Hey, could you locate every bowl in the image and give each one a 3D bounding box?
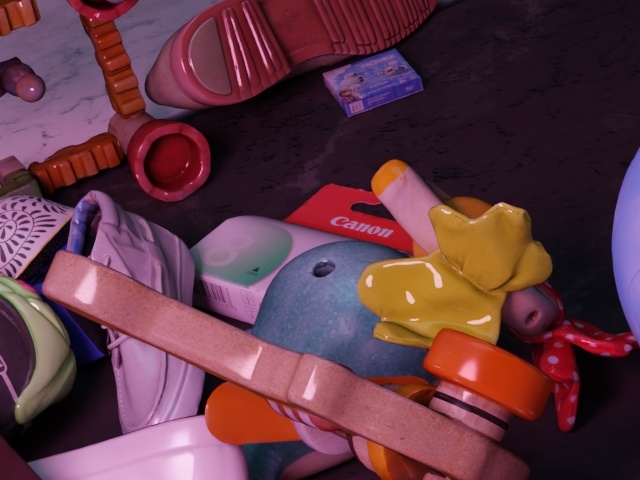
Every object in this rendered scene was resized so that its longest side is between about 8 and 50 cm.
[{"bbox_3d":[-0.309,0.012,1.548,0.170,0.080,0.170,-50,4,5],"label":"bowl"}]

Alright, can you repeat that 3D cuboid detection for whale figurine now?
[{"bbox_3d":[-0.011,0.104,1.305,0.216,0.141,0.272,20,50,42],"label":"whale figurine"}]

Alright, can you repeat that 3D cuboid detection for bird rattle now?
[{"bbox_3d":[0.138,0.021,1.268,0.143,0.253,0.207,-51,49,17],"label":"bird rattle"}]

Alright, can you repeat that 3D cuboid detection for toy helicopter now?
[{"bbox_3d":[-0.023,0.094,1.128,0.355,0.235,0.140,25,84,2],"label":"toy helicopter"}]

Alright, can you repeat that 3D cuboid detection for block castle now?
[{"bbox_3d":[-0.362,-0.112,1.649,0.453,0.303,0.213,-25,27,-15],"label":"block castle"}]

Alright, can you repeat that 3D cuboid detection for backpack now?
[{"bbox_3d":[-0.227,0.048,1.529,0.101,0.098,0.120,-15,29,36],"label":"backpack"}]

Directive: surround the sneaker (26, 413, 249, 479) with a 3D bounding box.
[{"bbox_3d":[-0.180,0.224,1.236,0.290,0.123,0.106,-20,-16,28],"label":"sneaker"}]

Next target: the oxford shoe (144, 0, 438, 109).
[{"bbox_3d":[-0.034,-0.255,1.884,0.397,0.140,0.146,-24,6,-33],"label":"oxford shoe"}]

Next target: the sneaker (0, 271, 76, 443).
[{"bbox_3d":[-0.458,0.123,1.435,0.483,0.185,0.202,-5,33,22],"label":"sneaker"}]

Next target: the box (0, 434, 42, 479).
[{"bbox_3d":[-0.283,0.233,1.120,0.168,0.203,0.167,-25,24,29],"label":"box"}]

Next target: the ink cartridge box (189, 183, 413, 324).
[{"bbox_3d":[0.000,0.000,1.548,0.181,0.056,0.225,14,44,39],"label":"ink cartridge box"}]

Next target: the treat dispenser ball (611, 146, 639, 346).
[{"bbox_3d":[0.354,0.003,1.161,0.288,0.288,0.288,-11,32,7],"label":"treat dispenser ball"}]

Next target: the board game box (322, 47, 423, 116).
[{"bbox_3d":[0.058,-0.178,1.827,0.090,0.020,0.090,-20,31,-7],"label":"board game box"}]

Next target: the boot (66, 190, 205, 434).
[{"bbox_3d":[-0.174,0.068,1.409,0.095,0.123,0.258,-39,34,23],"label":"boot"}]
